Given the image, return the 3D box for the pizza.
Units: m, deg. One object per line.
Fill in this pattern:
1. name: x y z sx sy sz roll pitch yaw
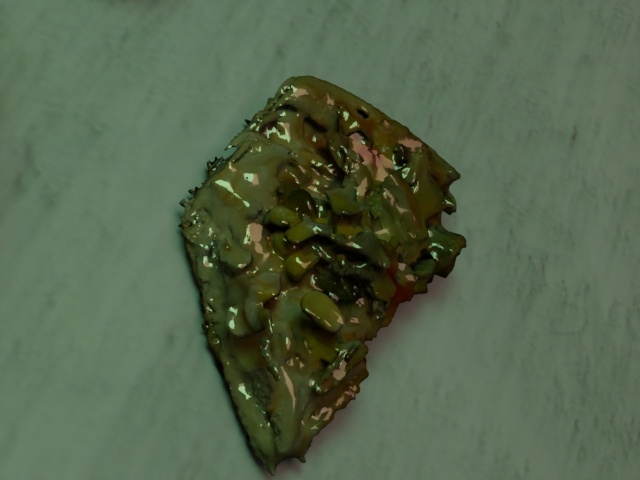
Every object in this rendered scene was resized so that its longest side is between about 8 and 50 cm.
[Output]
1. pizza: 0.000 0.000 0.680 0.147 0.069 0.226 47 50 -10
